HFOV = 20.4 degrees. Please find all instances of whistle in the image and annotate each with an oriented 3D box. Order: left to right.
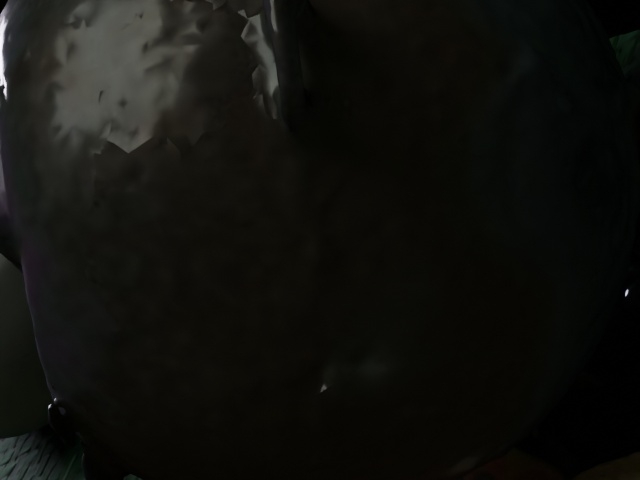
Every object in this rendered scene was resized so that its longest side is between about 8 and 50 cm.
[{"bbox_3d":[0.000,0.000,0.542,0.189,0.189,0.348,-58,-6,-15],"label":"whistle"}]

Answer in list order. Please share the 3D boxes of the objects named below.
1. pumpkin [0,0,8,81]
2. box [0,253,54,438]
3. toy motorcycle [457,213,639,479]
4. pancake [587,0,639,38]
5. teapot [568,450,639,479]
[{"bbox_3d":[-0.279,-0.101,1.153,0.238,0.159,0.238,-24,29,14],"label":"pumpkin"},{"bbox_3d":[-0.174,-0.032,1.247,0.349,0.141,0.288,-56,19,-6],"label":"box"},{"bbox_3d":[0.039,0.040,0.708,0.173,0.108,0.307,-64,20,-14],"label":"toy motorcycle"},{"bbox_3d":[0.068,-0.111,0.655,0.356,0.356,0.065,-21,79,56],"label":"pancake"},{"bbox_3d":[0.012,0.147,0.489,0.311,0.167,0.203,-41,22,28],"label":"teapot"}]
